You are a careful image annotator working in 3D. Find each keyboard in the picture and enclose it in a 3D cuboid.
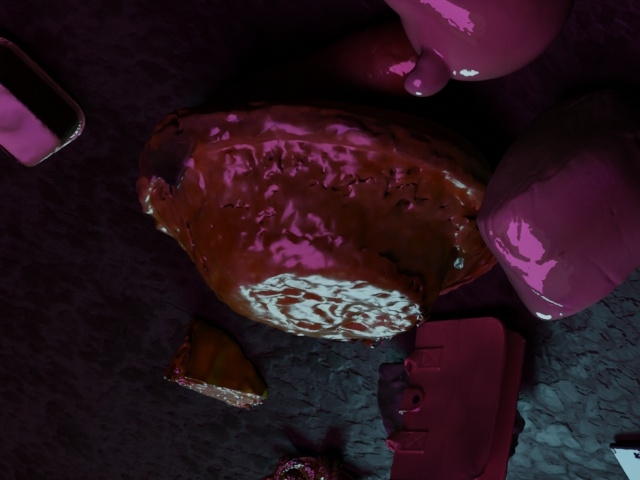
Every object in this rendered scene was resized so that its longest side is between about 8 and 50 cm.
[{"bbox_3d":[0.440,0.327,1.906,0.055,0.014,0.176,-7,130,39],"label":"keyboard"}]

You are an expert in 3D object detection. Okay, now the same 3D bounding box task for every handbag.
[{"bbox_3d":[0.166,0.203,1.782,0.157,0.213,0.059,-5,154,39],"label":"handbag"}]

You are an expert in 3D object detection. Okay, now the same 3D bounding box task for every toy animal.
[{"bbox_3d":[0.169,-0.264,1.269,0.221,0.210,0.230,-4,114,35],"label":"toy animal"}]

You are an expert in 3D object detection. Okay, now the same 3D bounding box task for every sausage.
[{"bbox_3d":[-0.024,-0.157,1.601,0.419,0.094,0.094,-18,99,45],"label":"sausage"}]

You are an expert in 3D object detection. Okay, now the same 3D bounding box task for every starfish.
[{"bbox_3d":[-0.013,0.390,2.230,0.189,0.074,0.146,-4,130,36],"label":"starfish"}]

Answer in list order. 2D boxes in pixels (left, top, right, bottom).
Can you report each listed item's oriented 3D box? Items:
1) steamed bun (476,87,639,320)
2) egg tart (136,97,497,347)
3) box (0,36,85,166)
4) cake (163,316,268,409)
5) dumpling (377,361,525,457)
[{"bbox_3d":[0.270,-0.043,1.419,0.152,0.239,0.170,-19,114,44],"label":"steamed bun"},{"bbox_3d":[0.000,0.000,1.613,0.443,0.178,0.443,7,154,3],"label":"egg tart"},{"bbox_3d":[-0.385,-0.173,1.823,0.111,0.111,0.177,-16,128,44],"label":"box"},{"bbox_3d":[-0.149,0.207,2.086,0.079,0.116,0.185,2,130,29],"label":"cake"},{"bbox_3d":[0.157,0.226,1.883,0.216,0.149,0.105,25,104,19],"label":"dumpling"}]
